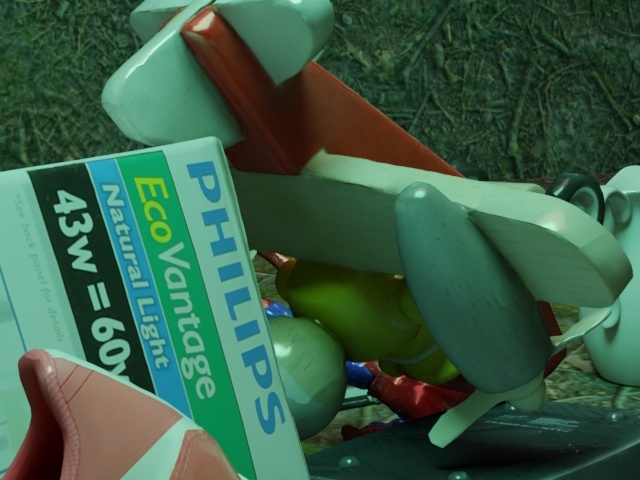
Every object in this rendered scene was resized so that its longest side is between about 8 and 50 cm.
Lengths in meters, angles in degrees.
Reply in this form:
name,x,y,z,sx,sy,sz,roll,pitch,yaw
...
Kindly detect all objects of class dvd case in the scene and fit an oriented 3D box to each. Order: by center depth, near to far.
name,x,y,z,sx,sy,sz,roll,pitch,yaw
dvd case,-0.013,0.149,1.256,0.119,0.013,0.087,-7,11,-27

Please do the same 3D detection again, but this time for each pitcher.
name,x,y,z,sx,sy,sz,roll,pitch,yaw
pitcher,0.304,0.039,1.279,0.125,0.207,0.177,7,13,42

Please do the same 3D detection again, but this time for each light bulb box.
name,x,y,z,sx,sy,sz,roll,pitch,yaw
light bulb box,-0.259,0.107,0.687,0.358,0.225,0.361,-14,1,33

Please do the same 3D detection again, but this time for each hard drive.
name,x,y,z,sx,sy,sz,roll,pitch,yaw
hard drive,0.111,0.151,0.851,0.172,0.054,0.254,0,5,41

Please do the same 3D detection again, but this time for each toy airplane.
name,x,y,z,sx,sy,sz,roll,pitch,yaw
toy airplane,0.000,0.000,0.881,0.384,0.272,0.386,24,-11,7

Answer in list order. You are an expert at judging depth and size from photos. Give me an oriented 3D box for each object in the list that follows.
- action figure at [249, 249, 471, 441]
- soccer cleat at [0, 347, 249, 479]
name,x,y,z,sx,sy,sz,roll,pitch,yaw
action figure,0.029,0.113,1.123,0.280,0.139,0.091,34,64,13
soccer cleat,-0.142,0.176,0.389,0.318,0.116,0.108,-49,24,-14
